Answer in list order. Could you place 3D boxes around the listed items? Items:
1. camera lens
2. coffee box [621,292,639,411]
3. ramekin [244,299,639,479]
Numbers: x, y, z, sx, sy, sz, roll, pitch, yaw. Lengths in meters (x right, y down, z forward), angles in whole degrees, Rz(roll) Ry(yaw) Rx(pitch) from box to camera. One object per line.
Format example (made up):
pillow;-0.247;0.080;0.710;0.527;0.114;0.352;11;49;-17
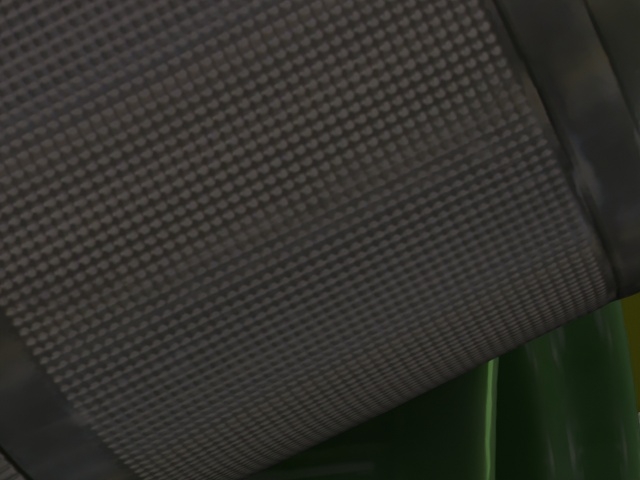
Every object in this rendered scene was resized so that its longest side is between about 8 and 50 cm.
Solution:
camera lens;-0.050;-0.044;0.462;0.219;0.274;0.219;63;5;-10
coffee box;0.115;0.000;1.539;0.334;0.338;0.337;68;7;30
ramekin;0.027;0.119;0.644;0.303;0.148;0.303;-5;90;-72
